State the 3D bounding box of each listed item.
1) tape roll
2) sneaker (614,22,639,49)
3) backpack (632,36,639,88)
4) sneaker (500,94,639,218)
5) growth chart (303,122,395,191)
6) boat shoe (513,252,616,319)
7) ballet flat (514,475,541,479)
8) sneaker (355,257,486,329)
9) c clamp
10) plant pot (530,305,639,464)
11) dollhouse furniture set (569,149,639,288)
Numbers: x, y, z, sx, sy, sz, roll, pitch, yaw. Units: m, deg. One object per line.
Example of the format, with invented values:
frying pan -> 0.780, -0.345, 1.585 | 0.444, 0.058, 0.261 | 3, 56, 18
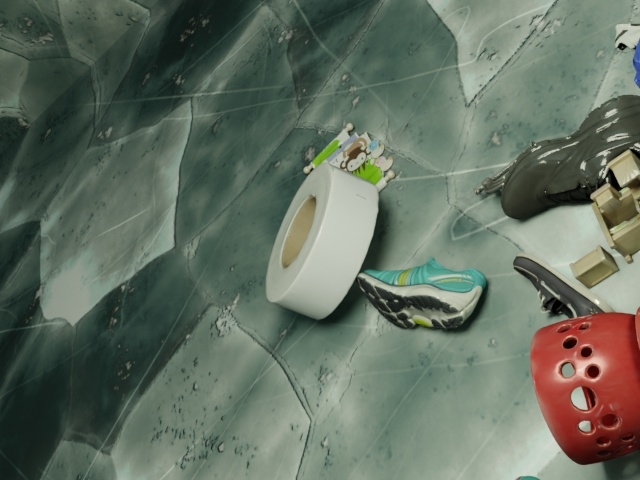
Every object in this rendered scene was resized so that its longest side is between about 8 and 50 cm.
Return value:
tape roll -> 0.000, 0.000, 1.924 | 0.286, 0.100, 0.286 | -58, 18, 31
sneaker -> 0.532, -0.335, 1.688 | 0.109, 0.040, 0.044 | 9, 88, 56
backpack -> 0.548, -0.259, 1.560 | 0.120, 0.098, 0.101 | 11, 82, 39
sneaker -> 0.406, -0.106, 1.609 | 0.286, 0.109, 0.130 | -37, 50, 32
growth chart -> 0.061, -0.145, 2.107 | 0.172, 0.021, 0.237 | -48, 39, 14
boat shoe -> 0.353, 0.082, 1.549 | 0.065, 0.075, 0.206 | -53, 40, 1
ballet flat -> 0.294, 0.418, 1.374 | 0.222, 0.076, 0.079 | -99, 18, -54
sneaker -> 0.171, 0.086, 1.764 | 0.275, 0.107, 0.110 | 6, 47, 50
c clamp -> 0.324, -0.125, 1.743 | 0.160, 0.022, 0.137 | -37, 6, 13
plant pot -> 0.391, 0.179, 1.338 | 0.174, 0.191, 0.191 | -25, 47, 28
dollhouse furniture set -> 0.411, -0.047, 1.501 | 0.182, 0.161, 0.101 | -37, 41, 25
